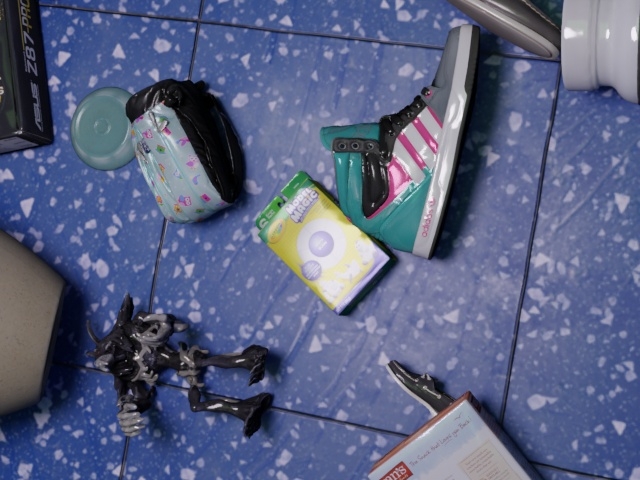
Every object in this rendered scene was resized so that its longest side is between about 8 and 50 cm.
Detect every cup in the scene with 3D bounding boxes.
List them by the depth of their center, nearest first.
[{"bbox_3d":[-0.470,0.112,1.595,0.236,0.331,0.331,12,90,-8],"label":"cup"}]

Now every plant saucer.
[{"bbox_3d":[-0.301,-0.158,1.687,0.119,0.021,0.119,-1,85,17],"label":"plant saucer"}]

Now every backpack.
[{"bbox_3d":[-0.179,-0.115,1.593,0.115,0.152,0.182,-24,92,20],"label":"backpack"}]

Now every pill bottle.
[{"bbox_3d":[0.425,-0.236,1.390,0.278,0.162,0.162,3,87,18],"label":"pill bottle"}]

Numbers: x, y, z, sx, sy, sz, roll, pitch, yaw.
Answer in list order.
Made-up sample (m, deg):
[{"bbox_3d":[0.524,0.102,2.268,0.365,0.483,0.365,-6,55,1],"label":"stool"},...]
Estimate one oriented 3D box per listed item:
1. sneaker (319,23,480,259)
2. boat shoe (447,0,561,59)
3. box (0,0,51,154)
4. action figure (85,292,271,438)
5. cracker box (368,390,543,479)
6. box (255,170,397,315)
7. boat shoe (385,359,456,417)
[{"bbox_3d":[0.092,-0.139,1.514,0.178,0.124,0.296,14,92,9],"label":"sneaker"},{"bbox_3d":[0.176,-0.337,1.484,0.335,0.112,0.095,37,95,30],"label":"boat shoe"},{"bbox_3d":[-0.593,-0.261,1.749,0.394,0.097,0.318,-9,80,17],"label":"box"},{"bbox_3d":[-0.206,0.165,1.575,0.275,0.141,0.164,10,101,16],"label":"action figure"},{"bbox_3d":[0.191,0.320,1.456,0.155,0.067,0.232,-39,87,11],"label":"cracker box"},{"bbox_3d":[0.000,0.000,1.570,0.179,0.043,0.105,44,99,17],"label":"box"},{"bbox_3d":[0.136,0.189,1.511,0.125,0.046,0.038,43,99,13],"label":"boat shoe"}]
